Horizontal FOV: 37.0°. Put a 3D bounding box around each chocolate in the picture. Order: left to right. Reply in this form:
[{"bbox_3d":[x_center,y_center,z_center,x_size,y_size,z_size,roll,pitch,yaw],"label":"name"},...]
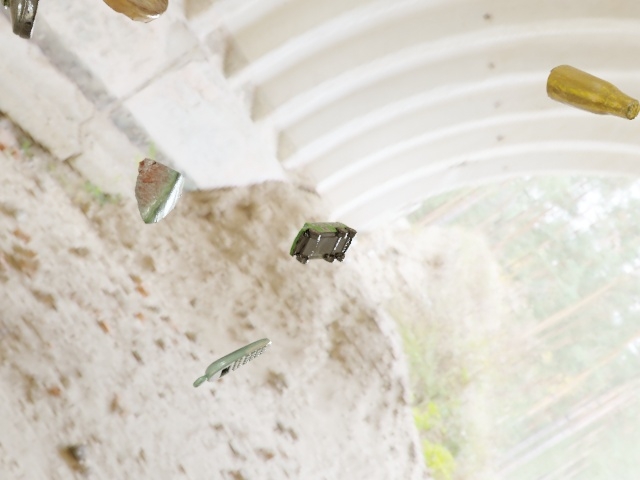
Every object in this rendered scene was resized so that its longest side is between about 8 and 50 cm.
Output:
[{"bbox_3d":[0.530,-0.279,1.854,0.085,0.086,0.219,57,-8,-34],"label":"chocolate"}]

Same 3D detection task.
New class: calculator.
[{"bbox_3d":[-0.151,0.209,1.635,0.021,0.153,0.095,60,-18,13],"label":"calculator"}]

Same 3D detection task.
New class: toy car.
[{"bbox_3d":[0.000,0.000,1.839,0.062,0.071,0.165,38,23,31],"label":"toy car"}]

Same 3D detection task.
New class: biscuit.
[{"bbox_3d":[-0.342,-0.446,1.574,0.204,0.040,0.309,58,19,6],"label":"biscuit"}]

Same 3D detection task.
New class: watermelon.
[{"bbox_3d":[-0.316,-0.105,1.874,0.180,0.094,0.081,-93,-165,-50],"label":"watermelon"}]

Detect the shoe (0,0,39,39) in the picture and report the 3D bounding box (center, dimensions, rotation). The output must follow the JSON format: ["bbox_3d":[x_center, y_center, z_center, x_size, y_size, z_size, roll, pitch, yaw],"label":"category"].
[{"bbox_3d":[-0.665,-0.561,2.008,0.109,0.149,0.293,-38,-130,54],"label":"shoe"}]
